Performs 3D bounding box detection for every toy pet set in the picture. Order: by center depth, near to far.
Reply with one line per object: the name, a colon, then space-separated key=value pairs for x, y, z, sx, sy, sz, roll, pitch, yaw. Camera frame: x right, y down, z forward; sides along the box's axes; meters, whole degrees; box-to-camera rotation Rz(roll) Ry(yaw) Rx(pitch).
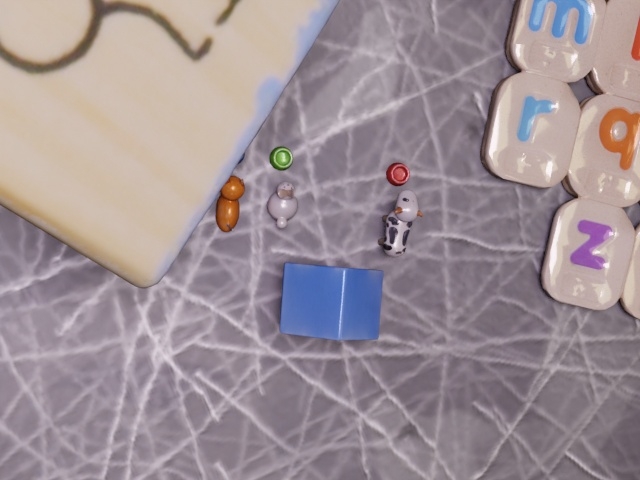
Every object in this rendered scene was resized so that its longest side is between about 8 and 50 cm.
toy pet set: x=0.000 y=0.000 z=0.711 sx=0.122 sy=0.065 sz=0.114 roll=5 pitch=89 yaw=-12

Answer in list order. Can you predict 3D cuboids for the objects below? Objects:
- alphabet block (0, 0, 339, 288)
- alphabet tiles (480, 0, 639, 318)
alphabet block: x=-0.144 y=-0.119 z=0.584 sx=0.197 sy=0.193 sz=0.192 roll=37 pitch=81 yaw=-36
alphabet tiles: x=0.251 y=-0.080 z=0.787 sx=0.284 sy=0.021 sz=0.278 roll=13 pitch=90 yaw=-12
